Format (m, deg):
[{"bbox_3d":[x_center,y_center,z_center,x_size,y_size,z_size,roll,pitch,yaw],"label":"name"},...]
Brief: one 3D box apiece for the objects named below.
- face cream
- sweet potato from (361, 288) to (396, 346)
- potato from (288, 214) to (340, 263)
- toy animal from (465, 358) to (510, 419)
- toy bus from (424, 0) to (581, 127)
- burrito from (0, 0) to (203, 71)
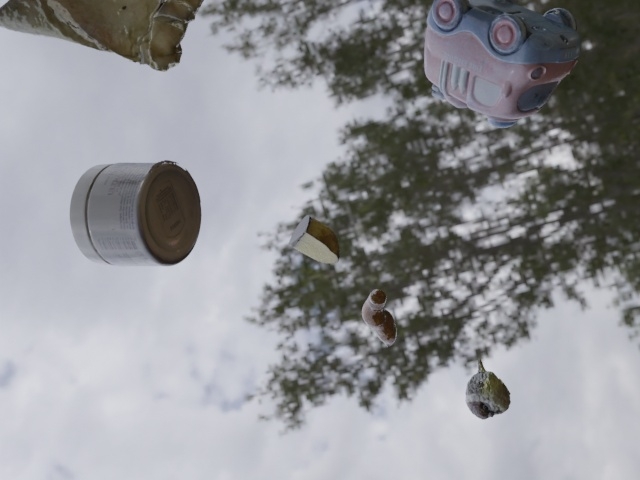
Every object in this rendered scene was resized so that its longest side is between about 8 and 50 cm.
[{"bbox_3d":[-0.307,-0.044,1.825,0.177,0.153,0.177,2,-92,-61],"label":"face cream"},{"bbox_3d":[0.079,0.104,1.488,0.179,0.044,0.044,67,-160,-60],"label":"sweet potato"},{"bbox_3d":[0.000,0.000,2.293,0.103,0.096,0.066,34,-117,-14],"label":"potato"},{"bbox_3d":[0.346,0.322,2.323,0.098,0.098,0.137,40,-168,-47],"label":"toy animal"},{"bbox_3d":[0.328,-0.339,2.039,0.197,0.294,0.232,-18,-51,-45],"label":"toy bus"},{"bbox_3d":[-0.369,-0.393,1.782,0.107,0.347,0.175,-110,32,-83],"label":"burrito"}]
